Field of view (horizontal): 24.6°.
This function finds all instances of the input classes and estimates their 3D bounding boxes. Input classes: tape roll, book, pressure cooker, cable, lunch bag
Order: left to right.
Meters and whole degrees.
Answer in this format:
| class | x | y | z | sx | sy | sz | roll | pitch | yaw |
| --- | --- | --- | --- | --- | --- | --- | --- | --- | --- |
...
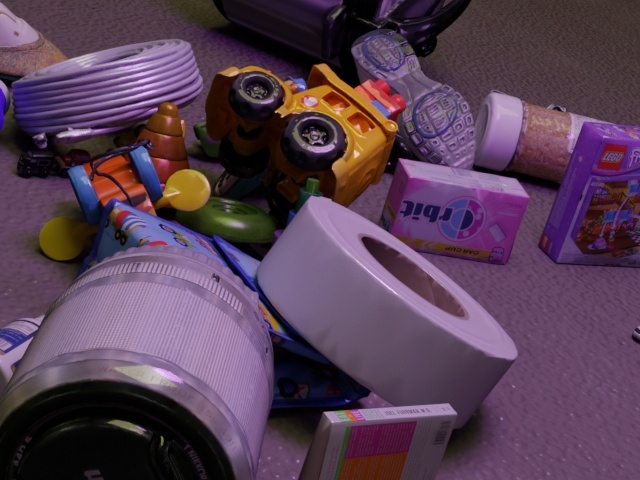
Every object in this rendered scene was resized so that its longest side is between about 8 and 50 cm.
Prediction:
| class | x | y | z | sx | sy | sz | roll | pitch | yaw |
| --- | --- | --- | --- | --- | --- | --- | --- | --- | --- |
| cable | -0.289 | -0.205 | 1.966 | 0.257 | 0.089 | 0.257 | -18 | 15 | -20 |
| lunch bag | -0.088 | 0.089 | 1.567 | 0.293 | 0.138 | 0.221 | 14 | 19 | -42 |
| pressure cooker | 0.064 | -0.482 | 2.555 | 0.420 | 0.370 | 0.375 | 26 | 2 | 18 |
| book | 0.056 | 0.205 | 1.410 | 0.144 | 0.096 | 0.035 | 1 | 28 | -31 |
| tape roll | 0.071 | 0.074 | 1.574 | 0.286 | 0.100 | 0.286 | 35 | 12 | -8 |

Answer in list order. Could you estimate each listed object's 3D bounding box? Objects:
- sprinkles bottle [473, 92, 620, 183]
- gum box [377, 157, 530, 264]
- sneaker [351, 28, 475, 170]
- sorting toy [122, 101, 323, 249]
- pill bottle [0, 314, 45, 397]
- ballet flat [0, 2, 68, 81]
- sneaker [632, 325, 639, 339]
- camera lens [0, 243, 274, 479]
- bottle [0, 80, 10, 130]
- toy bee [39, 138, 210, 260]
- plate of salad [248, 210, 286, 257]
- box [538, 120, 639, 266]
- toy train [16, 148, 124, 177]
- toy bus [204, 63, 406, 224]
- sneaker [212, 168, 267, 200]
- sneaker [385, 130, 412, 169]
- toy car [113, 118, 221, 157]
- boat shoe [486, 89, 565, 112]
| class | x | y | z | sx | sy | sz | roll | pitch | yaw |
| --- | --- | --- | --- | --- | --- | --- | --- | --- | --- |
| sprinkles bottle | 0.423 | -0.139 | 2.346 | 0.355 | 0.121 | 0.121 | 13 | 25 | -8 |
| gum box | 0.185 | -0.038 | 1.996 | 0.188 | 0.107 | 0.062 | 9 | 26 | -17 |
| sneaker | 0.153 | -0.202 | 2.313 | 0.111 | 0.129 | 0.297 | -25 | 60 | -12 |
| sorting toy | -0.120 | -0.078 | 1.795 | 0.365 | 0.126 | 0.127 | 24 | 17 | 41 |
| pill bottle | -0.293 | 0.114 | 1.415 | 0.067 | 0.067 | 0.120 | 24 | 25 | 16 |
| ballet flat | -0.508 | -0.293 | 2.090 | 0.348 | 0.123 | 0.123 | 2 | 28 | -30 |
| sneaker | 0.443 | 0.111 | 1.930 | 0.083 | 0.037 | 0.032 | -10 | 37 | -42 |
| camera lens | -0.155 | 0.147 | 1.249 | 0.219 | 0.219 | 0.274 | 16 | 24 | -3 |
| bottle | -0.459 | -0.135 | 1.808 | 0.118 | 0.092 | 0.283 | 13 | 24 | 4 |
| toy bee | -0.229 | -0.020 | 1.674 | 0.195 | 0.162 | 0.298 | -19 | 6 | 10 |
| plate of salad | 0.000 | 0.000 | 1.870 | 0.200 | 0.048 | 0.200 | 13 | 25 | -6 |
| box | 0.476 | -0.060 | 2.117 | 0.293 | 0.201 | 0.057 | 3 | 28 | -28 |
| toy train | -0.316 | -0.102 | 1.897 | 0.158 | 0.036 | 0.027 | -2 | 30 | -35 |
| toy bus | -0.005 | -0.149 | 1.842 | 0.220 | 0.149 | 0.211 | 41 | 58 | 18 |
| sneaker | -0.032 | -0.110 | 2.013 | 0.275 | 0.107 | 0.110 | -30 | 85 | -42 |
| sneaker | 0.040 | -0.144 | 2.164 | 0.234 | 0.078 | 0.106 | 3 | 25 | -32 |
| toy car | -0.146 | -0.146 | 2.010 | 0.239 | 0.053 | 0.225 | -17 | -4 | 7 |
| boat shoe | 0.378 | -0.192 | 2.478 | 0.227 | 0.081 | 0.079 | 22 | 25 | 13 |
